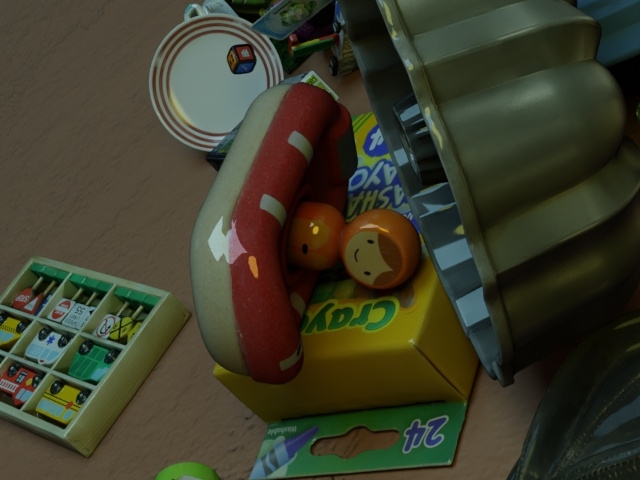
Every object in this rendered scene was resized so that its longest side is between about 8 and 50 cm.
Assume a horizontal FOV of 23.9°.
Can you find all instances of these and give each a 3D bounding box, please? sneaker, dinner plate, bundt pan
[{"bbox_3d":[-0.116,-0.232,1.650,0.080,0.094,0.212,-31,35,19],"label":"sneaker"},{"bbox_3d":[-0.105,-0.161,1.547,0.141,0.141,0.017,-36,-3,10],"label":"dinner plate"},{"bbox_3d":[0.111,-0.081,0.966,0.124,0.331,0.331,-21,35,-2],"label":"bundt pan"}]

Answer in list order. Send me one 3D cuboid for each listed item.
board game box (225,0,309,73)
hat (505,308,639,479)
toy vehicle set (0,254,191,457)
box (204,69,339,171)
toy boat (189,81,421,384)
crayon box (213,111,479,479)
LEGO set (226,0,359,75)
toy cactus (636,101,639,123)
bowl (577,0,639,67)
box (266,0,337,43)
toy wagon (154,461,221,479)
[{"bbox_3d":[0.020,-0.306,1.556,0.259,0.136,0.030,-43,36,0],"label":"board game box"},{"bbox_3d":[0.202,0.132,0.890,0.331,0.134,0.331,-26,38,22],"label":"hat"},{"bbox_3d":[-0.255,0.105,1.473,0.267,0.035,0.166,11,60,50],"label":"toy vehicle set"},{"bbox_3d":[-0.050,-0.104,1.419,0.114,0.036,0.207,-46,9,-3],"label":"box"},{"bbox_3d":[0.000,0.000,1.113,0.151,0.151,0.231,10,55,16],"label":"toy boat"},{"bbox_3d":[0.044,0.029,1.210,0.203,0.083,0.323,-12,45,38],"label":"crayon box"},{"bbox_3d":[0.025,-0.229,1.414,0.244,0.182,0.060,-35,63,29],"label":"LEGO set"},{"bbox_3d":[0.328,-0.145,1.120,0.219,0.112,0.180,-42,15,6],"label":"toy cactus"},{"bbox_3d":[0.253,-0.244,1.208,0.391,0.077,0.391,-28,19,10],"label":"bowl"},{"bbox_3d":[0.040,-0.245,1.490,0.162,0.116,0.029,-29,76,17],"label":"box"},{"bbox_3d":[-0.175,0.321,1.123,0.344,0.068,0.267,-32,35,16],"label":"toy wagon"}]
